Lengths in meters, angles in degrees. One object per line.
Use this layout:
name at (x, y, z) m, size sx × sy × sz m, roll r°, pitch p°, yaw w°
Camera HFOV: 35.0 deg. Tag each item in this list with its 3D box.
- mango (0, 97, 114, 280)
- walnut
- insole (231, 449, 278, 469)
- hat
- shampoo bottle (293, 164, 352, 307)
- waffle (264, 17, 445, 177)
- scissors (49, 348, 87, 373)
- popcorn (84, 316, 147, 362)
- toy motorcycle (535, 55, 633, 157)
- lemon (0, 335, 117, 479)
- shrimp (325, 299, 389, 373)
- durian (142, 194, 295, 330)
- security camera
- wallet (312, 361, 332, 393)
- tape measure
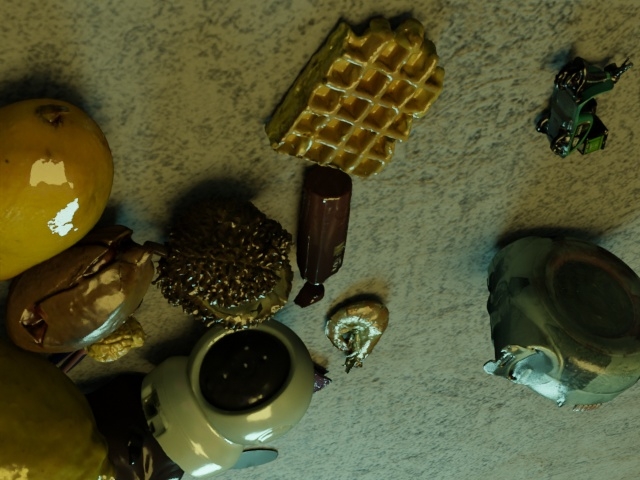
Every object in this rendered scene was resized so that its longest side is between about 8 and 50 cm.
mango at (-0.331, -0.048, 1.124) m, size 0.177 × 0.119 × 0.317 m, roll 9°, pitch 143°, yaw -37°
walnut at (-0.299, 0.062, 1.261) m, size 0.245 × 0.137 × 0.137 m, roll -30°, pitch 142°, yaw 18°
insole at (-0.165, 0.397, 1.828) m, size 0.189 × 0.004 × 0.064 m, roll 1°, pitch 137°, yaw -25°
hat at (-0.331, 0.344, 1.484) m, size 0.336 × 0.209 × 0.238 m, roll -5°, pitch 115°, yaw -23°
shampoo bottle at (0.000, 0.002, 1.367) m, size 0.068 × 0.067 × 0.236 m, roll -17°, pitch 143°, yaw -19°
waffle at (0.056, -0.172, 1.189) m, size 0.161 × 0.055 × 0.211 m, roll 14°, pitch 130°, yaw -36°
scissors at (-0.347, 0.157, 1.443) m, size 0.113 × 0.012 × 0.039 m, roll -40°, pitch 139°, yaw 24°
popcorn at (-0.288, 0.119, 1.386) m, size 0.084 × 0.084 × 0.084 m, roll -13°, pitch 142°, yaw -10°
toy motorcycle at (0.337, -0.176, 1.314) m, size 0.100 × 0.058 × 0.173 m, roll -20°, pitch 145°, yaw -13°
lemon at (-0.443, 0.249, 1.297) m, size 0.316 × 0.285 × 0.285 m, roll -14°, pitch 142°, yaw -2°
shrimp at (0.053, 0.154, 1.599) m, size 0.099 × 0.041 × 0.180 m, roll -6°, pitch 141°, yaw -17°
durian at (-0.129, 0.029, 1.275) m, size 0.196 × 0.167 × 0.196 m, roll 6°, pitch 133°, yaw 6°
security camera at (-0.118, 0.216, 1.478) m, size 0.236 × 0.194 × 0.194 m, roll -31°, pitch 141°, yaw 14°
wallet at (-0.069, 0.225, 1.640) m, size 0.111 × 0.030 × 0.166 m, roll -36°, pitch 141°, yaw 18°
tape measure at (0.369, 0.120, 1.530) m, size 0.275 × 0.256 × 0.147 m, roll 16°, pitch 138°, yaw -15°
